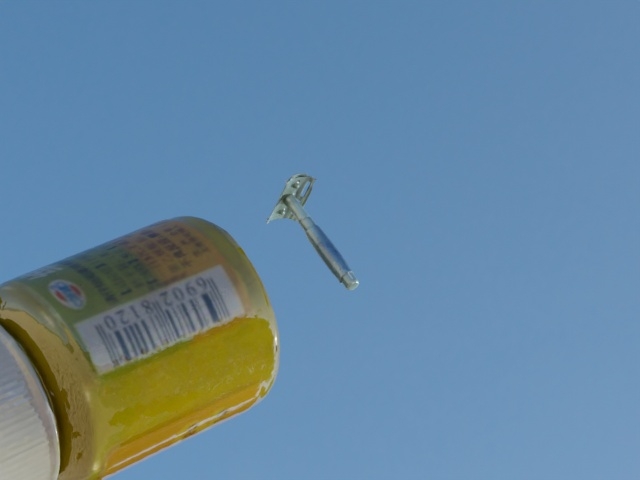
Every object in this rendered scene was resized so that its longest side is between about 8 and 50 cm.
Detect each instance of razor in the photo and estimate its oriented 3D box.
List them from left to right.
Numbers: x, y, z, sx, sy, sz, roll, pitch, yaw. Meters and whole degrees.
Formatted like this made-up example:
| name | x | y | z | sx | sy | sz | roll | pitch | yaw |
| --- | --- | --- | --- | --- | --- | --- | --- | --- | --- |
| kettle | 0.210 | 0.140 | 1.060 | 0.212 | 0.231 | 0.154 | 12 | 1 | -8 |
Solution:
| name | x | y | z | sx | sy | sz | roll | pitch | yaw |
| --- | --- | --- | --- | --- | --- | --- | --- | --- | --- |
| razor | 0.000 | 0.000 | 1.927 | 0.135 | 0.040 | 0.068 | 54 | -44 | 29 |

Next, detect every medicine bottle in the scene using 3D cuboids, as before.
| name | x | y | z | sx | sy | sz | roll | pitch | yaw |
| --- | --- | --- | --- | --- | --- | --- | --- | --- | --- |
| medicine bottle | -0.249 | 0.134 | 1.866 | 0.224 | 0.384 | 0.224 | 31 | -47 | 40 |
